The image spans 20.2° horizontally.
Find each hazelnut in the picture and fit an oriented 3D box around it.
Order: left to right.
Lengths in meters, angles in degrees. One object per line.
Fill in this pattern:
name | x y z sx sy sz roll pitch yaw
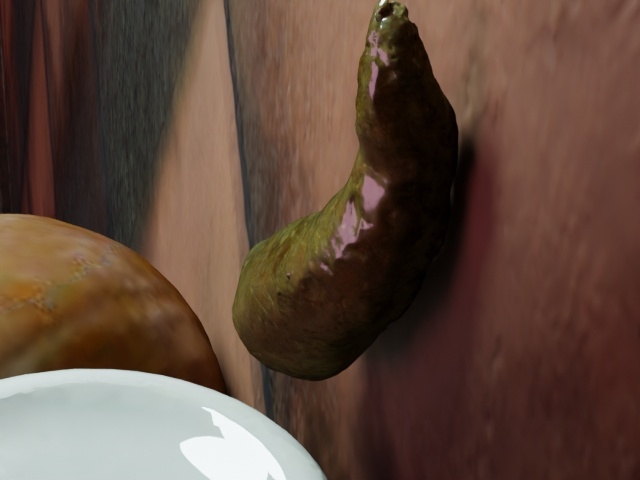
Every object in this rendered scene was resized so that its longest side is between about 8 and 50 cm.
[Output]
hazelnut | -0.126 0.093 0.656 0.214 0.176 0.214 11 -90 -72

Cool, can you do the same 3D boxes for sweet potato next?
sweet potato | 0.003 0.005 0.403 0.041 0.038 0.153 58 157 17

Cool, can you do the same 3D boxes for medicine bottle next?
medicine bottle | -0.070 0.174 0.533 0.144 0.144 0.252 -112 24 -57
